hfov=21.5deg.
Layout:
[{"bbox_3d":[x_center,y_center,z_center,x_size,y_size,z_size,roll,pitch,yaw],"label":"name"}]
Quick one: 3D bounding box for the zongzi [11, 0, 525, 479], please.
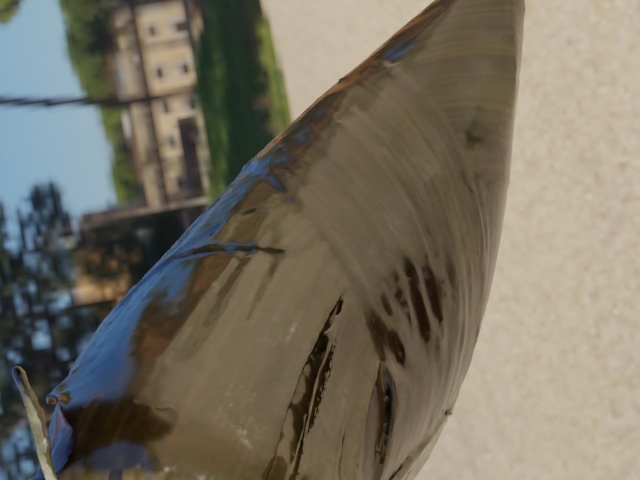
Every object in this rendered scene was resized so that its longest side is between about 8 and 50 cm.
[{"bbox_3d":[0.000,0.000,0.522,0.248,0.111,0.241,-8,-60,-79],"label":"zongzi"}]
